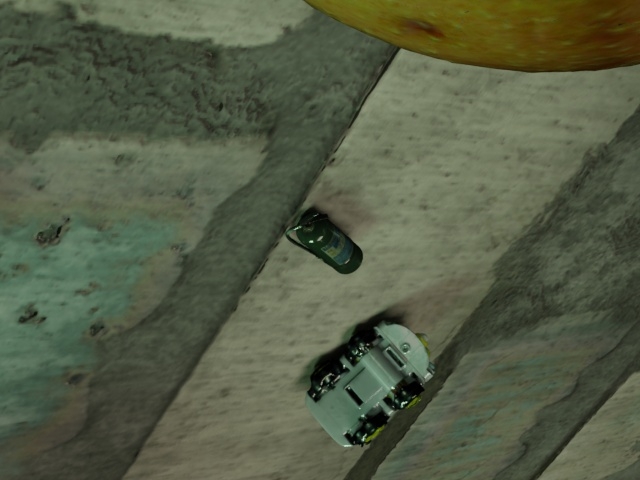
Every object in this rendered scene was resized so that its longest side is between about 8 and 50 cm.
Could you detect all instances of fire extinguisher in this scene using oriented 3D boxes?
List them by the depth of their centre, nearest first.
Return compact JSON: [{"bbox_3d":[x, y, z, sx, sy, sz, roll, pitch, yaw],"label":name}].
[{"bbox_3d":[0.000,0.000,0.925,0.038,0.025,0.083,-19,153,17],"label":"fire extinguisher"}]

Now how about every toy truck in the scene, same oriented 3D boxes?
[{"bbox_3d":[0.048,0.116,1.090,0.111,0.076,0.077,-42,166,7],"label":"toy truck"}]

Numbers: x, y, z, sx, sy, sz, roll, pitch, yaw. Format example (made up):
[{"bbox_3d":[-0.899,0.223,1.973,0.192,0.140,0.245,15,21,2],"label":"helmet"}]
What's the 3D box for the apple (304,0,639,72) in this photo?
[{"bbox_3d":[0.087,-0.208,0.483,0.319,0.277,0.319,-27,149,-18],"label":"apple"}]
